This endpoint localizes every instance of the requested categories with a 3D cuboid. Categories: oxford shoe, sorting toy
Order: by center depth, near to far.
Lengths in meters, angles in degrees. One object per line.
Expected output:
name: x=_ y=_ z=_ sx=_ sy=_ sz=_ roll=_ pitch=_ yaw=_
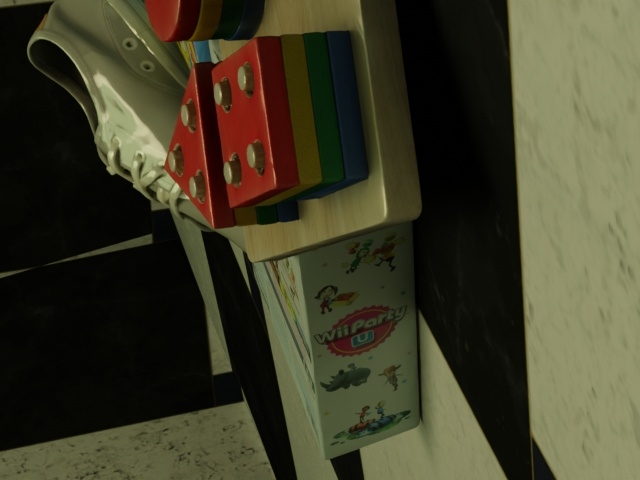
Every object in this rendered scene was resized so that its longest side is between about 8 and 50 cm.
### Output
sorting toy: x=-0.042 y=-0.122 z=1.078 sx=0.255 sy=0.089 sz=0.257 roll=163 pitch=100 yaw=-68
oxford shoe: x=-0.142 y=-0.085 z=1.698 sx=0.449 sy=0.130 sz=0.169 roll=48 pitch=162 yaw=16

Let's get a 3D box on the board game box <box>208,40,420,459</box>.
board game box: x=0.000 y=0.000 z=1.362 sx=0.303 sy=0.097 sz=0.224 roll=82 pitch=168 yaw=-52

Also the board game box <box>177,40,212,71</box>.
board game box: x=-0.125 y=-0.326 z=1.580 sx=0.302 sy=0.086 sz=0.308 roll=-118 pitch=14 yaw=-56

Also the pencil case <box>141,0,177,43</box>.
pencil case: x=-0.143 y=-0.183 z=1.900 sx=0.113 sy=0.124 sz=0.273 roll=25 pitch=138 yaw=44
